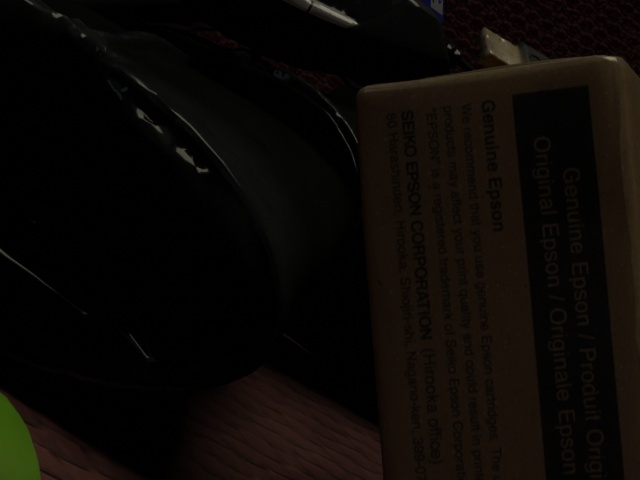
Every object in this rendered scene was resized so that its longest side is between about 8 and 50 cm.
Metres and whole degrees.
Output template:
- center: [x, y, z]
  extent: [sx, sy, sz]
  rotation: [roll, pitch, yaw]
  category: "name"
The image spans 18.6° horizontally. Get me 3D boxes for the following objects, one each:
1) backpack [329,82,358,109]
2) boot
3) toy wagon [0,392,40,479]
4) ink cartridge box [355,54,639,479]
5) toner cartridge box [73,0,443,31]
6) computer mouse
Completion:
- center: [0.048, 0.005, 1.210]
  extent: [0.182, 0.152, 0.115]
  rotation: [43, 4, -35]
  category: "backpack"
- center: [-0.002, -0.001, 0.845]
  extent: [0.367, 0.146, 0.445]
  rotation: [23, 1, 7]
  category: "boot"
- center: [-0.133, 0.039, 0.275]
  extent: [0.344, 0.068, 0.267]
  rotation: [36, 6, 33]
  category: "toy wagon"
- center: [0.089, 0.051, 0.677]
  extent: [0.088, 0.193, 0.235]
  rotation: [-7, -6, 16]
  category: "ink cartridge box"
- center: [-0.113, -0.154, 1.050]
  extent: [0.348, 0.075, 0.165]
  rotation: [0, -1, 10]
  category: "toner cartridge box"
- center: [0.019, -0.088, 0.856]
  extent: [0.262, 0.060, 0.184]
  rotation: [35, -3, -23]
  category: "computer mouse"
